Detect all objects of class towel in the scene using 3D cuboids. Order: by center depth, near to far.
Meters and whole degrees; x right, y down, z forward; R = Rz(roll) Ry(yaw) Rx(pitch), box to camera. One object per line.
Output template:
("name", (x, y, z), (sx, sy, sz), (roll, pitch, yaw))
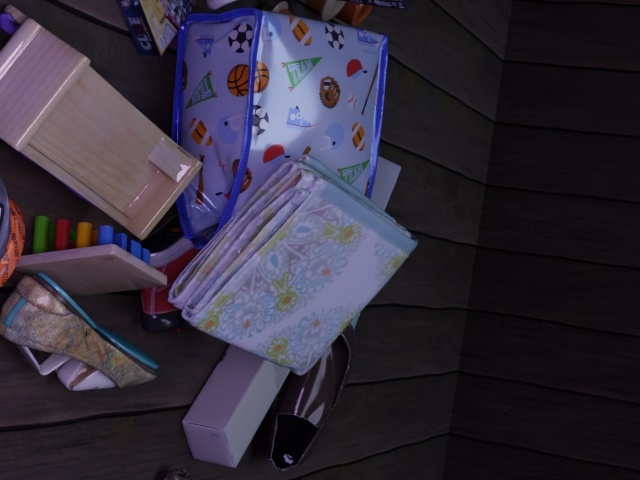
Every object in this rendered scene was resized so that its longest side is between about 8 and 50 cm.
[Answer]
("towel", (-0.035, 0.047, 1.941), (0.320, 0.090, 0.374), (-47, 142, 8))

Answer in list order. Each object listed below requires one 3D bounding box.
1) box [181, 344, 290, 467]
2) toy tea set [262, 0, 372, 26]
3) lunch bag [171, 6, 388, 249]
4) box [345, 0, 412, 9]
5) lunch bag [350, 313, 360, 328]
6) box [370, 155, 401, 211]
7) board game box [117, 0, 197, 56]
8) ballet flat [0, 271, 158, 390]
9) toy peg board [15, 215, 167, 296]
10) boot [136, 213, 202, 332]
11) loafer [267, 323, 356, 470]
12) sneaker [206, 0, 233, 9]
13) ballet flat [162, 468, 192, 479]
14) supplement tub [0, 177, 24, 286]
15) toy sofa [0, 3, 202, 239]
("box", (-0.151, 0.285, 2.233), (0.275, 0.094, 0.113), (-57, 147, -44))
("toy tea set", (-0.020, -0.448, 2.321), (0.200, 0.124, 0.336), (-56, 165, 14))
("lunch bag", (-0.076, -0.169, 1.978), (0.328, 0.239, 0.385), (-1, 94, -43))
("box", (-0.008, -0.504, 2.028), (0.076, 0.307, 0.242), (-70, 154, -16))
("lunch bag", (0.008, 0.123, 2.533), (0.224, 0.108, 0.279), (58, 46, -57))
("box", (0.000, 0.000, 2.277), (0.345, 0.168, 0.215), (-66, -177, -39))
("board game box", (-0.260, -0.425, 1.800), (0.243, 0.042, 0.165), (73, 34, -45))
("ballet flat", (-0.353, 0.156, 1.713), (0.348, 0.123, 0.123), (54, 48, -60))
("toy peg board", (-0.322, 0.014, 1.674), (0.161, 0.161, 0.079), (41, 44, -64))
("boot", (-0.223, 0.054, 2.002), (0.244, 0.088, 0.176), (-35, 130, -50))
("loafer", (-0.018, 0.316, 2.387), (0.130, 0.134, 0.366), (-74, 179, -69))
("sneaker", (-0.167, -0.446, 1.927), (0.212, 0.080, 0.094), (-103, 167, -59))
("ballet flat", (-0.227, 0.481, 2.158), (0.250, 0.084, 0.058), (62, 18, -49))
("supplement tub", (-0.463, -0.045, 1.258), (0.316, 0.194, 0.193), (47, 54, -62))
("toy sofa", (-0.333, -0.154, 1.628), (0.150, 0.177, 0.362), (-53, 153, -4))
